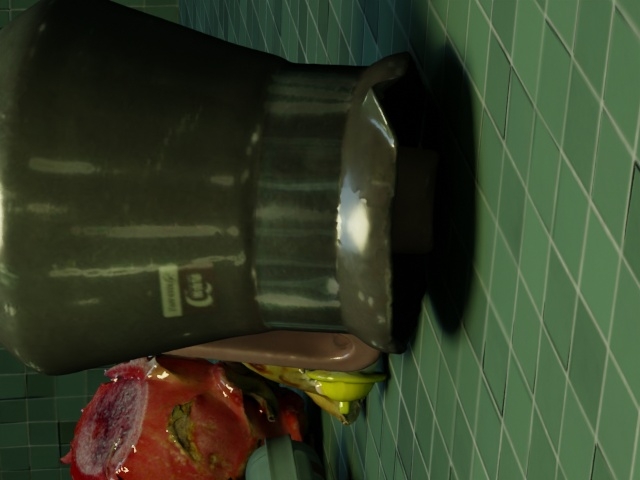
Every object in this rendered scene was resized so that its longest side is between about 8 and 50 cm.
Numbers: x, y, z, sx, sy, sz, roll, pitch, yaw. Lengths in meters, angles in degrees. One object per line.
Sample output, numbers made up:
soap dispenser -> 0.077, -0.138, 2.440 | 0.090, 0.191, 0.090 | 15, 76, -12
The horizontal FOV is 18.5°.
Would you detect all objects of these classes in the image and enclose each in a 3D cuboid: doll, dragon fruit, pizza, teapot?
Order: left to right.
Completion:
dragon fruit -> -0.128, 0.263, 2.214 | 0.250, 0.291, 0.269 | -8, 57, 51
teapot -> -0.083, -0.015, 1.562 | 0.376, 0.361, 0.306 | 79, -161, -53
pizza -> -0.062, 0.083, 1.909 | 0.204, 0.080, 0.188 | 36, 162, 38
doll -> 0.022, 0.061, 1.783 | 0.129, 0.081, 0.207 | -84, -7, -71

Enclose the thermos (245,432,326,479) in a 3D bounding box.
thermos -> -0.024, 0.312, 1.920 | 0.182, 0.145, 0.286 | 82, 177, -45

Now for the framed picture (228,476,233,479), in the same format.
framed picture -> -0.059, 0.414, 1.966 | 0.255, 0.014, 0.339 | 62, -166, -14
